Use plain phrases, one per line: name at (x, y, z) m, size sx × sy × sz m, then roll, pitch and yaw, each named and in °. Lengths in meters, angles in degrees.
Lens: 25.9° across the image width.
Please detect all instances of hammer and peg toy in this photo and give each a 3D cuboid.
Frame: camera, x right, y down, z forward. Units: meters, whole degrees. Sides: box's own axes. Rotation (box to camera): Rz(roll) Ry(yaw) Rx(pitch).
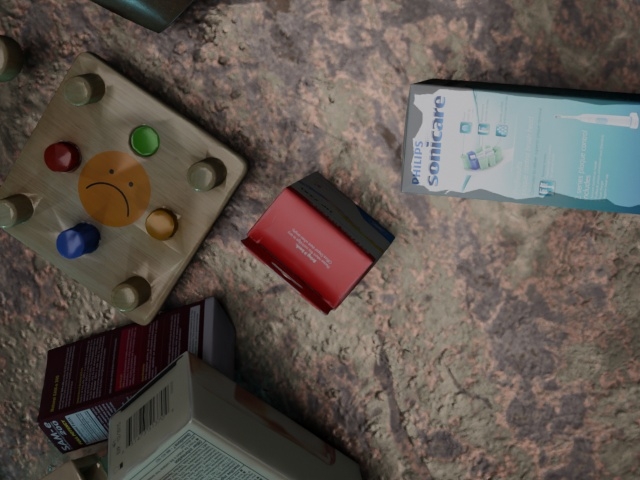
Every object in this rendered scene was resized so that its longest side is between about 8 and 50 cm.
hammer and peg toy at (-0.299, -0.088, 1.726) m, size 0.361 × 0.127 × 0.266 m, roll 34°, pitch 105°, yaw 4°

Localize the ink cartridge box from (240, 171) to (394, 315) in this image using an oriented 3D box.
ink cartridge box at (0.000, 0.000, 1.628) m, size 0.134 × 0.231 × 0.078 m, roll 40°, pitch 104°, yaw 2°

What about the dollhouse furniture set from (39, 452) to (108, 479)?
dollhouse furniture set at (-0.246, 0.429, 1.713) m, size 0.198 × 0.286 × 0.303 m, roll -34°, pitch 80°, yaw 14°

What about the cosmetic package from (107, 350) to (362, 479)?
cosmetic package at (-0.096, 0.282, 1.671) m, size 0.153 × 0.129 × 0.296 m, roll -40°, pitch 120°, yaw 19°

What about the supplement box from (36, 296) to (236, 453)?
supplement box at (-0.228, 0.169, 1.743) m, size 0.239 × 0.130 × 0.073 m, roll -17°, pitch 129°, yaw 13°

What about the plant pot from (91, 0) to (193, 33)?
plant pot at (-0.238, -0.362, 1.645) m, size 0.215 × 0.215 × 0.230 m, roll -43°, pitch 103°, yaw 14°

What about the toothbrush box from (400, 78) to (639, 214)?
toothbrush box at (0.251, -0.111, 1.573) m, size 0.296 × 0.216 × 0.126 m, roll 7°, pitch 100°, yaw 9°
